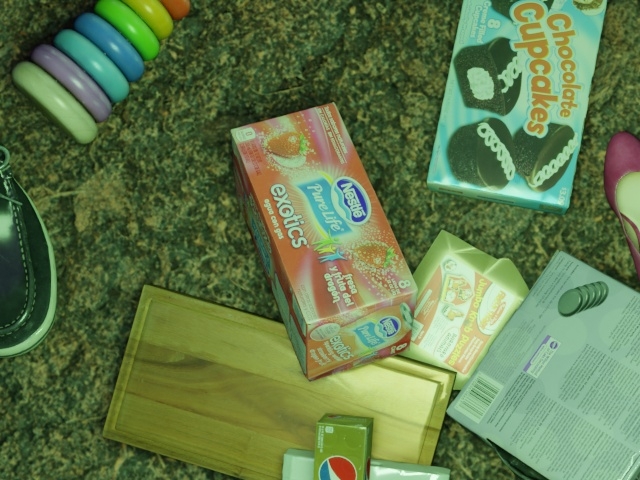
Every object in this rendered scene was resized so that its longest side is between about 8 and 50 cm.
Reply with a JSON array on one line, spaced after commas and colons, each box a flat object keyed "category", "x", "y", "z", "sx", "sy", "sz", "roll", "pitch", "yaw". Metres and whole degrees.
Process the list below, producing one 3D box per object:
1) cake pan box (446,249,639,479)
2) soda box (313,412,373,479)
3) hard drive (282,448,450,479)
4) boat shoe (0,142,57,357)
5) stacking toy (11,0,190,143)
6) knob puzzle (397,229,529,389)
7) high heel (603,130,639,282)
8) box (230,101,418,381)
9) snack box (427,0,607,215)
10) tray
[{"category": "cake pan box", "x": 0.316, "y": 0.176, "z": 1.695, "sx": 0.246, "sy": 0.070, "sz": 0.267, "roll": 30, "pitch": 81, "yaw": 38}, {"category": "soda box", "x": 0.024, "y": 0.300, "z": 1.670, "sx": 0.061, "sy": 0.058, "sz": 0.181, "roll": 4, "pitch": 96, "yaw": 10}, {"category": "hard drive", "x": 0.044, "y": 0.420, "z": 1.729, "sx": 0.203, "sy": 0.040, "sz": 0.307, "roll": 6, "pitch": 96, "yaw": 9}, {"category": "boat shoe", "x": -0.488, "y": -0.081, "z": 1.863, "sx": 0.187, "sy": 0.156, "sz": 0.500, "roll": -20, "pitch": 80, "yaw": 0}, {"category": "stacking toy", "x": -0.255, "y": -0.291, "z": 1.894, "sx": 0.141, "sy": 0.141, "sz": 0.330, "roll": 41, "pitch": 82, "yaw": 11}, {"category": "knob puzzle", "x": 0.194, "y": 0.107, "z": 1.820, "sx": 0.213, "sy": 0.030, "sz": 0.213, "roll": 0, "pitch": 86, "yaw": 6}, {"category": "high heel", "x": 0.410, "y": -0.030, "z": 1.783, "sx": 0.082, "sy": 0.117, "sz": 0.244, "roll": -9, "pitch": 79, "yaw": 7}, {"category": "box", "x": 0.000, "y": 0.000, "z": 1.747, "sx": 0.142, "sy": 0.154, "sz": 0.300, "roll": -16, "pitch": 58, "yaw": -11}, {"category": "snack box", "x": 0.262, "y": -0.208, "z": 1.860, "sx": 0.187, "sy": 0.060, "sz": 0.322, "roll": 11, "pitch": 81, "yaw": 7}, {"category": "tray", "x": -0.052, "y": 0.208, "z": 1.794, "sx": 0.411, "sy": 0.076, "sz": 0.203, "roll": 15, "pitch": 89, "yaw": 9}]
